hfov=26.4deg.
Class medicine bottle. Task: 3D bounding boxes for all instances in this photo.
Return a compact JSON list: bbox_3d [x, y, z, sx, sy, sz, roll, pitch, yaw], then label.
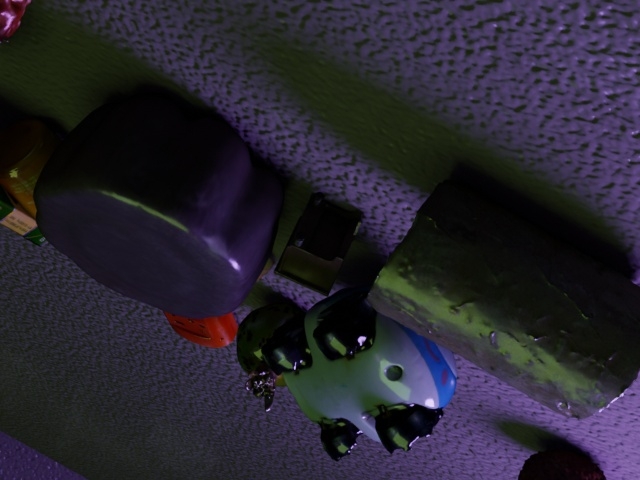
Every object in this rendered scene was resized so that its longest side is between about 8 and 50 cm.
[{"bbox_3d":[-0.341,-0.065,1.776,0.096,0.096,0.192,8,149,38],"label":"medicine bottle"}]

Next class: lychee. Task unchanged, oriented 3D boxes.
[{"bbox_3d":[0.327,0.339,1.843,0.129,0.123,0.123,56,173,34],"label":"lychee"}]

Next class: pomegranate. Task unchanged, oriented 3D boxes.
[{"bbox_3d":[-0.063,0.157,1.857,0.122,0.161,0.122,11,138,10],"label":"pomegranate"}]

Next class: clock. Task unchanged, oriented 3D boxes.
[{"bbox_3d":[-0.190,0.099,1.985,0.113,0.061,0.155,19,156,19],"label":"clock"}]

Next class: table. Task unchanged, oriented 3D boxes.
[{"bbox_3d":[0.000,0.000,1.563,0.070,0.083,0.082,24,149,1],"label":"table"}]

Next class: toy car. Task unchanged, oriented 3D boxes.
[{"bbox_3d":[0.066,0.139,1.643,0.188,0.190,0.255,57,146,-5],"label":"toy car"}]

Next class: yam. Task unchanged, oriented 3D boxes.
[{"bbox_3d":[0.191,0.059,1.387,0.268,0.161,0.161,29,156,-2],"label":"yam"}]

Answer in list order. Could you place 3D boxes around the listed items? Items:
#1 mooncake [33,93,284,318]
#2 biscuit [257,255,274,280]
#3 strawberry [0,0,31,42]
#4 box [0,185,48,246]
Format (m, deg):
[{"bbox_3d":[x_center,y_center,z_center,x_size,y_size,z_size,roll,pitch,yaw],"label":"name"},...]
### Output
[{"bbox_3d":[-0.183,-0.036,1.597,0.306,0.154,0.306,24,156,11],"label":"mooncake"},{"bbox_3d":[-0.106,0.029,1.808,0.071,0.018,0.147,30,155,-10],"label":"biscuit"},{"bbox_3d":[-0.391,-0.321,1.280,0.280,0.150,0.253,29,176,-7],"label":"strawberry"},{"bbox_3d":[-0.429,-0.073,1.781,0.132,0.034,0.235,53,-179,15],"label":"box"}]
